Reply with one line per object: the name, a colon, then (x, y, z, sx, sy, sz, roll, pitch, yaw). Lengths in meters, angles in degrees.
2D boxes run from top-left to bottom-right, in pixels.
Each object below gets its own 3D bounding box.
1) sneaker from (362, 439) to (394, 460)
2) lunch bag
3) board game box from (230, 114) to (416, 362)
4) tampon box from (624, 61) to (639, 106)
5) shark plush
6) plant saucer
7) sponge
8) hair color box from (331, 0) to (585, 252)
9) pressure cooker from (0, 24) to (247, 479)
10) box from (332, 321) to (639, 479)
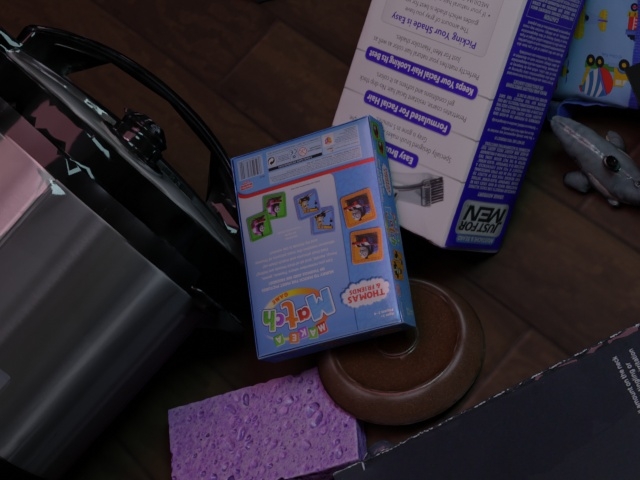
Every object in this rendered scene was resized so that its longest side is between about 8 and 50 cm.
sneaker: (0.142, 0.223, 1.332, 0.282, 0.099, 0.153, -32, 52, 11)
lunch bag: (0.269, -0.265, 1.537, 0.221, 0.138, 0.293, 15, 98, 42)
board game box: (0.000, 0.000, 1.474, 0.160, 0.039, 0.211, -16, 72, 24)
tampon box: (0.368, -0.091, 1.392, 0.101, 0.120, 0.161, -24, 52, 15)
shark plush: (0.282, -0.061, 1.455, 0.073, 0.067, 0.161, -35, 50, 5)
plant saucer: (0.076, 0.101, 1.469, 0.168, 0.029, 0.168, -7, 56, 10)
sponge: (-0.056, 0.199, 1.501, 0.210, 0.031, 0.117, -18, 53, 18)
hair color box: (0.136, -0.177, 1.495, 0.185, 0.110, 0.338, 27, 103, 39)
pressure cooker: (-0.285, 0.007, 1.534, 0.420, 0.370, 0.375, -49, 54, -2)
box: (0.232, 0.237, 1.113, 0.312, 0.343, 0.179, -28, 52, 11)
